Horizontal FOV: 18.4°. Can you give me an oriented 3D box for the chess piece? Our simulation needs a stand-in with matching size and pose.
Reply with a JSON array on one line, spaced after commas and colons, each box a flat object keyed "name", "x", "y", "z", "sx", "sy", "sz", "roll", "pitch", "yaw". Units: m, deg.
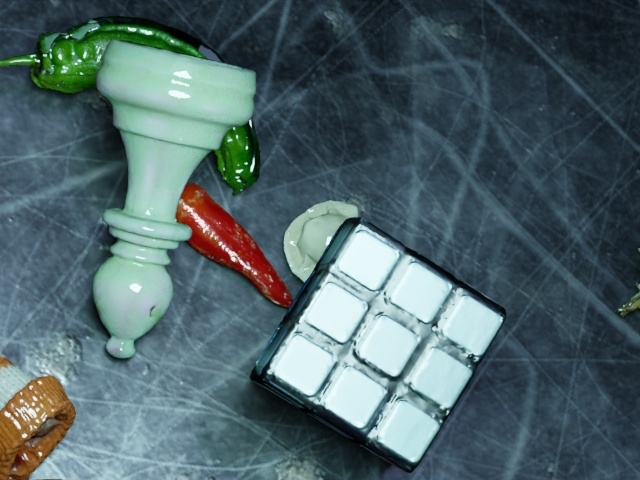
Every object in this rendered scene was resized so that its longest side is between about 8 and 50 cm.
[{"name": "chess piece", "x": -0.147, "y": -0.030, "z": 1.717, "sx": 0.139, "sy": 0.139, "sz": 0.272, "roll": 11, "pitch": 96, "yaw": -13}]

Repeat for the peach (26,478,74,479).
[{"name": "peach", "x": -0.229, "y": 0.335, "z": 1.467, "sx": 0.332, "sy": 0.308, "sz": 0.308, "roll": -31, "pitch": 81, "yaw": -26}]

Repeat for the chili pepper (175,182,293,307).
[{"name": "chili pepper", "x": -0.081, "y": 0.007, "z": 1.788, "sx": 0.178, "sy": 0.027, "sz": 0.045, "roll": 46, "pitch": 63, "yaw": 2}]

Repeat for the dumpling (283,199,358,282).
[{"name": "dumpling", "x": 0.001, "y": 0.001, "z": 1.812, "sx": 0.052, "sy": 0.057, "sz": 0.076, "roll": 4, "pitch": 100, "yaw": -51}]

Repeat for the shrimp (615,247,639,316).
[{"name": "shrimp", "x": 0.346, "y": 0.013, "z": 1.910, "sx": 0.180, "sy": 0.041, "sz": 0.099, "roll": -40, "pitch": 84, "yaw": -26}]

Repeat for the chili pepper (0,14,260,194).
[{"name": "chili pepper", "x": -0.175, "y": -0.142, "z": 1.797, "sx": 0.278, "sy": 0.065, "sz": 0.122, "roll": 19, "pitch": 66, "yaw": -11}]

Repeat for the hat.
[{"name": "hat", "x": -0.285, "y": 0.120, "z": 1.652, "sx": 0.162, "sy": 0.112, "sz": 0.093, "roll": 42, "pitch": 35, "yaw": 13}]

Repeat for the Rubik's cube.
[{"name": "Rubik's cube", "x": 0.045, "y": 0.089, "z": 1.698, "sx": 0.163, "sy": 0.162, "sz": 0.161, "roll": 32, "pitch": 85, "yaw": -3}]
